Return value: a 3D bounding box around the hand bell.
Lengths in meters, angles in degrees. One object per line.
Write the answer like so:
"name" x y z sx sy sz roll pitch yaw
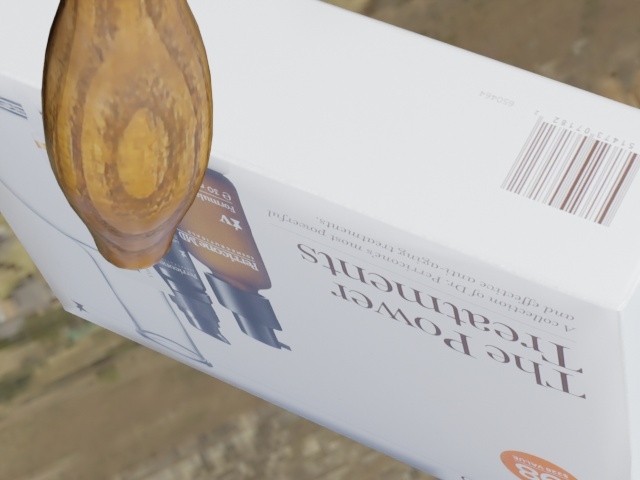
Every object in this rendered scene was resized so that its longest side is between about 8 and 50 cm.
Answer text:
"hand bell" -0.039 -0.072 0.337 0.126 0.126 0.242 -23 150 -19

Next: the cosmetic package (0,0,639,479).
"cosmetic package" 0.000 0.000 0.847 0.097 0.377 0.284 -59 155 -20
